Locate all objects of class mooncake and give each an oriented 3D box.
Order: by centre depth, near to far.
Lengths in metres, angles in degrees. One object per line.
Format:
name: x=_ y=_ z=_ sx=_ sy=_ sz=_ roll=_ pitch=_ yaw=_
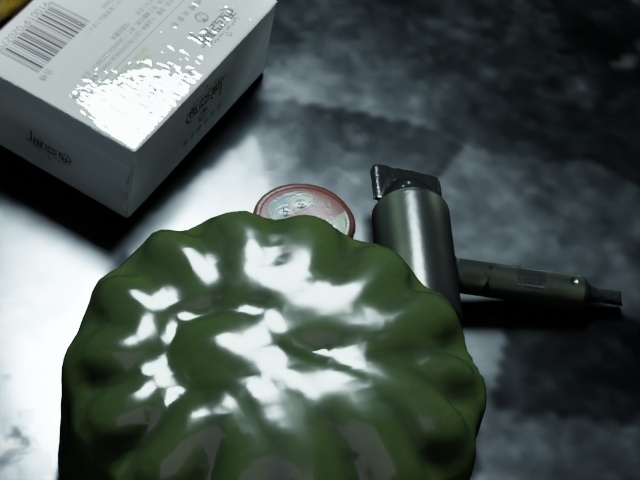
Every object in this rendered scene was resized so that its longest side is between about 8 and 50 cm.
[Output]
mooncake: x=-0.043 y=0.144 z=1.627 sx=0.356 sy=0.194 sz=0.356 roll=6 pitch=50 yaw=-7

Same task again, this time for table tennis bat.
table tennis bat: x=0.000 y=0.000 z=1.868 sx=0.098 sy=0.019 sz=0.154 roll=-26 pitch=57 yaw=-28

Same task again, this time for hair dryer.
hair dryer: x=0.169 y=0.021 z=1.859 sx=0.248 sy=0.078 sz=0.195 roll=10 pitch=49 yaw=-15

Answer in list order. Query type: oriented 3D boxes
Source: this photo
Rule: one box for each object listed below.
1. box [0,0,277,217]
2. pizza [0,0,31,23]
box: x=-0.193 y=-0.173 z=1.911 sx=0.194 sy=0.111 sz=0.260 roll=30 pitch=50 yaw=13
pizza: x=-0.399 y=-0.226 z=1.900 sx=0.223 sy=0.089 sz=0.323 roll=10 pitch=32 yaw=28
